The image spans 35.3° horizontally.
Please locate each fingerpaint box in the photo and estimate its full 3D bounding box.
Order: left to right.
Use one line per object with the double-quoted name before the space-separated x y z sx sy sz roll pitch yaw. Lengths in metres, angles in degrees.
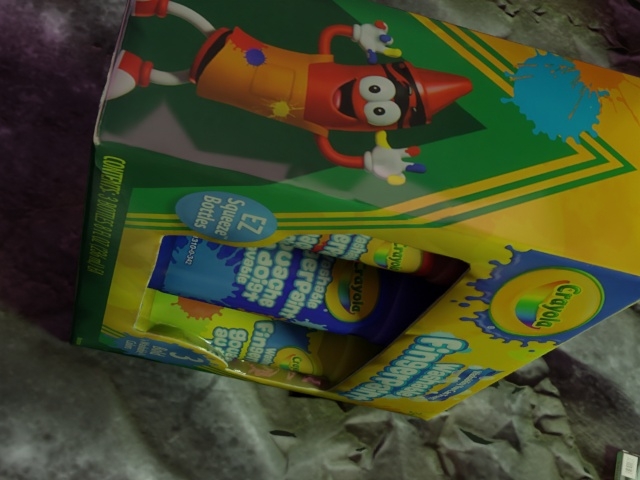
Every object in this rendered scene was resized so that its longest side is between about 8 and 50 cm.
"fingerpaint box" 0.000 0.000 0.820 0.371 0.445 0.163 14 66 -11

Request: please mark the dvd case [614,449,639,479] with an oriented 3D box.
"dvd case" 0.362 0.278 1.050 0.120 0.013 0.087 19 64 -9
